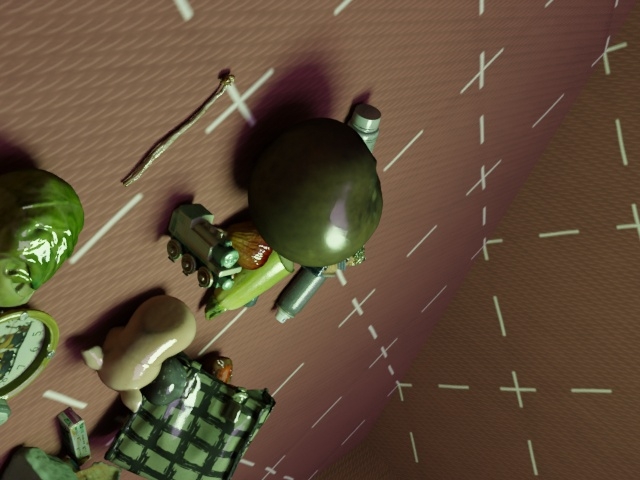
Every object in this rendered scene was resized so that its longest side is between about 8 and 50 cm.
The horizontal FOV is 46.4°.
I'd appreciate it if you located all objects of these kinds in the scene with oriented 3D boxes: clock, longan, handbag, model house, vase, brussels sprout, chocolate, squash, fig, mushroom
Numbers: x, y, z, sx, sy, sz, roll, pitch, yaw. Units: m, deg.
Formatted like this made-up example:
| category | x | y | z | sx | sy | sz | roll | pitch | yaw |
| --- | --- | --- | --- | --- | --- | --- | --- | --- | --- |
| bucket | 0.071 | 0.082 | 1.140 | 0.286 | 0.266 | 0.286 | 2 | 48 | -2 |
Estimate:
| category | x | y | z | sx | sy | sz | roll | pitch | yaw |
| --- | --- | --- | --- | --- | --- | --- | --- | --- | --- |
| clock | -0.595 | 0.209 | 1.370 | 0.237 | 0.057 | 0.237 | -39 | 153 | -24 |
| longan | -0.008 | -0.104 | 1.609 | 0.319 | 0.319 | 0.319 | -38 | 154 | -22 |
| handbag | -0.331 | 0.470 | 1.898 | 0.327 | 0.325 | 0.162 | -60 | -170 | 15 |
| model house | -0.603 | 0.610 | 1.801 | 0.267 | 0.194 | 0.325 | -55 | 158 | 17 |
| model house | 0.000 | 0.000 | 1.950 | 0.172 | 0.166 | 0.183 | -32 | 140 | -26 |
| vase | -0.406 | 0.314 | 1.725 | 0.183 | 0.120 | 0.120 | 15 | 122 | -19 |
| brussels sprout | -0.463 | -0.012 | 1.149 | 0.223 | 0.161 | 0.223 | -53 | 179 | -1 |
| chocolate | -0.291 | 0.382 | 2.067 | 0.124 | 0.127 | 0.133 | -66 | 169 | 24 |
| squash | -0.177 | 0.098 | 1.831 | 0.287 | 0.137 | 0.137 | -44 | 156 | -6 |
| fig | -0.166 | -0.003 | 1.715 | 0.119 | 0.119 | 0.153 | -47 | 149 | -4 |
| mushroom | -0.258 | -0.201 | 1.372 | 0.286 | 0.026 | 0.028 | -46 | 140 | -1 |

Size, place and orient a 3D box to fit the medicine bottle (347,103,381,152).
| category | x | y | z | sx | sy | sz | roll | pitch | yaw |
| --- | --- | --- | --- | --- | --- | --- | --- | --- | --- |
| medicine bottle | 0.099 | -0.259 | 1.812 | 0.080 | 0.080 | 0.130 | -29 | 149 | -38 |

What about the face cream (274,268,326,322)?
| category | x | y | z | sx | sy | sz | roll | pitch | yaw |
| --- | --- | --- | --- | --- | --- | --- | --- | --- | --- |
| face cream | -0.035 | 0.119 | 2.164 | 0.283 | 0.073 | 0.073 | -51 | 156 | 6 |

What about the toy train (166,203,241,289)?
| category | x | y | z | sx | sy | sz | roll | pitch | yaw |
| --- | --- | --- | --- | --- | --- | --- | --- | --- | --- |
| toy train | -0.236 | 0.015 | 1.520 | 0.080 | 0.194 | 0.125 | -14 | 133 | -47 |

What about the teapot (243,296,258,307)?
| category | x | y | z | sx | sy | sz | roll | pitch | yaw |
| --- | --- | --- | --- | --- | --- | --- | --- | --- | --- |
| teapot | -0.191 | 0.131 | 1.964 | 0.049 | 0.063 | 0.083 | -70 | -178 | -59 |

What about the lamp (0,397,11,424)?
| category | x | y | z | sx | sy | sz | roll | pitch | yaw |
| --- | --- | --- | --- | --- | --- | --- | --- | --- | --- |
| lamp | -0.720 | 0.346 | 1.291 | 0.266 | 0.047 | 0.269 | -36 | 155 | 7 |

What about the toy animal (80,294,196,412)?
| category | x | y | z | sx | sy | sz | roll | pitch | yaw |
| --- | --- | --- | --- | --- | --- | --- | --- | --- | --- |
| toy animal | -0.380 | 0.228 | 1.634 | 0.250 | 0.166 | 0.154 | -48 | 175 | -29 |

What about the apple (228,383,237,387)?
| category | x | y | z | sx | sy | sz | roll | pitch | yaw |
| --- | --- | --- | --- | --- | --- | --- | --- | --- | --- |
| apple | -0.310 | 0.512 | 2.177 | 0.210 | 0.173 | 0.235 | -49 | 148 | 11 |

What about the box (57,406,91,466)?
| category | x | y | z | sx | sy | sz | roll | pitch | yaw |
| --- | --- | --- | --- | --- | --- | --- | --- | --- | --- |
| box | -0.587 | 0.472 | 1.785 | 0.041 | 0.050 | 0.207 | -34 | 153 | -33 |
